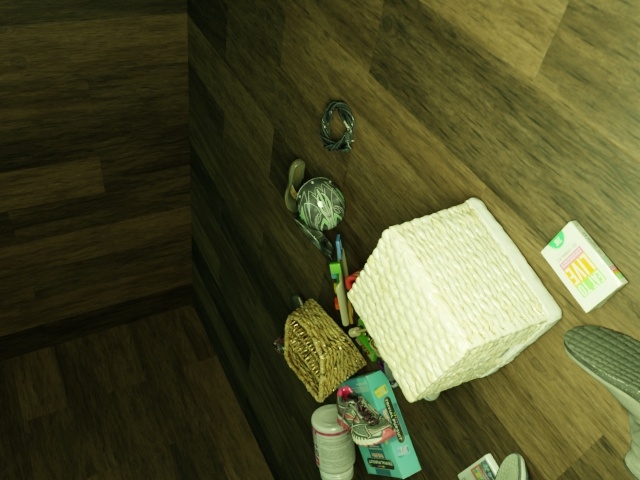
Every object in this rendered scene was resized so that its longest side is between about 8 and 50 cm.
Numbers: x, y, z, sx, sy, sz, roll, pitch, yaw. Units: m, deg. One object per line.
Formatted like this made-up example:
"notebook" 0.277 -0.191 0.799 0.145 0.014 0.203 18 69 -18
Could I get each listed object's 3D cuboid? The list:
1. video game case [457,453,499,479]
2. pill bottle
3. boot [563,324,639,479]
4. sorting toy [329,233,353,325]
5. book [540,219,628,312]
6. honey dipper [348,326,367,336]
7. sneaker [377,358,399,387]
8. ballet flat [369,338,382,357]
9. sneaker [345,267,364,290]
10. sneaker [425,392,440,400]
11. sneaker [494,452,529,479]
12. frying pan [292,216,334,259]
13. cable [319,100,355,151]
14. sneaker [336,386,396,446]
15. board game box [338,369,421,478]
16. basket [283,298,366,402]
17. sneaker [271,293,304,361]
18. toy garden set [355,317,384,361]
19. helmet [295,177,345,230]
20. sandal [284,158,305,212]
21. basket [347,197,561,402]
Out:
"video game case" 0.457 0.682 1.494 0.201 0.023 0.183 61 152 29
"pill bottle" 0.054 0.799 2.218 0.160 0.161 0.282 29 129 57
"boot" 0.553 0.315 0.991 0.338 0.118 0.222 -134 32 -53
"sorting toy" 0.061 0.149 1.825 0.196 0.047 0.347 -85 -13 -52
"book" 0.489 0.047 1.060 0.144 0.035 0.096 61 148 29
"honey dipper" 0.135 0.284 1.806 0.161 0.031 0.030 -35 72 63
"sneaker" 0.228 0.371 1.676 0.098 0.083 0.223 47 152 8
"ballet flat" 0.219 0.302 1.647 0.067 0.073 0.206 43 141 -23
"sneaker" 0.166 0.187 1.691 0.279 0.119 0.107 45 143 47
"sneaker" 0.306 0.334 1.526 0.091 0.094 0.258 17 128 43
"sneaker" 0.490 0.628 1.324 0.086 0.164 0.226 -43 23 47
"frying pan" -0.021 -0.021 1.898 0.197 0.053 0.326 46 174 6
"cable" 0.042 -0.345 1.726 0.184 0.047 0.150 24 125 59
"sneaker" 0.127 0.557 1.800 0.299 0.121 0.111 7 108 63
"board game box" 0.189 0.620 1.937 0.254 0.079 0.335 -38 70 62
"basket" -0.026 0.371 1.989 0.299 0.223 0.213 42 167 52
"sneaker" -0.125 0.362 2.303 0.106 0.163 0.281 116 142 -66
"toy garden set" 0.173 0.306 1.826 0.204 0.049 0.244 48 144 43
"helmet" 0.001 -0.113 1.809 0.161 0.170 0.169 -173 69 -81
"sandal" -0.077 -0.189 2.045 0.060 0.090 0.219 31 128 26
"basket" 0.278 0.144 1.274 0.331 0.267 0.328 60 150 25
